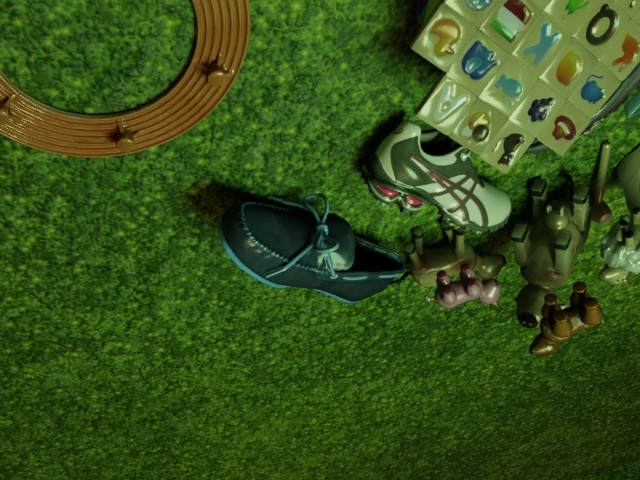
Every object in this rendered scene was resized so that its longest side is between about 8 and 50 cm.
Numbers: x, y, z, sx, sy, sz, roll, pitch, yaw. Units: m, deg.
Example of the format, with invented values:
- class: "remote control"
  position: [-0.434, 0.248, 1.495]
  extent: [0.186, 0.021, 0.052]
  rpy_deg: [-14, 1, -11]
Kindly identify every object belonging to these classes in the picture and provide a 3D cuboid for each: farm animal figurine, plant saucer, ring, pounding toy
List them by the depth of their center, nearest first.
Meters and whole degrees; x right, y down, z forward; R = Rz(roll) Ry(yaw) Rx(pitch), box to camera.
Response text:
- class: "ring"
  position: [-0.237, -0.214, 0.726]
  extent: [0.337, 0.032, 0.336]
  rpy_deg: [-12, 140, -10]
- class: "plant saucer"
  position: [0.480, -0.214, 0.978]
  extent: [0.192, 0.018, 0.067]
  rpy_deg: [-21, 151, -48]
- class: "pounding toy"
  position: [0.542, -0.100, 1.091]
  extent: [0.155, 0.154, 0.269]
  rpy_deg: [14, 128, -34]
- class: "farm animal figurine"
  position: [0.333, 0.042, 1.118]
  extent: [0.327, 0.330, 0.172]
  rpy_deg: [-44, 139, -17]

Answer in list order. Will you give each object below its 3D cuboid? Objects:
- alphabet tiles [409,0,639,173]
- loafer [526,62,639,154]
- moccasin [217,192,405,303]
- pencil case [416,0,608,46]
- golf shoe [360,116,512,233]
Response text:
- class: "alphabet tiles"
  position: [0.265, -0.245, 0.779]
  extent: [0.285, 0.011, 0.342]
  rpy_deg: [23, 112, -34]
- class: "loafer"
  position: [0.395, -0.222, 0.936]
  extent: [0.095, 0.109, 0.302]
  rpy_deg: [20, 122, -43]
- class: "moccasin"
  position: [0.000, 0.000, 1.002]
  extent: [0.117, 0.137, 0.342]
  rpy_deg: [-28, 154, 29]
- class: "pencil case"
  position: [0.228, -0.264, 0.820]
  extent: [0.237, 0.104, 0.104]
  rpy_deg: [0, 135, -24]
- class: "golf shoe"
  position: [0.193, -0.088, 0.999]
  extent: [0.273, 0.105, 0.120]
  rpy_deg: [11, 123, -33]
